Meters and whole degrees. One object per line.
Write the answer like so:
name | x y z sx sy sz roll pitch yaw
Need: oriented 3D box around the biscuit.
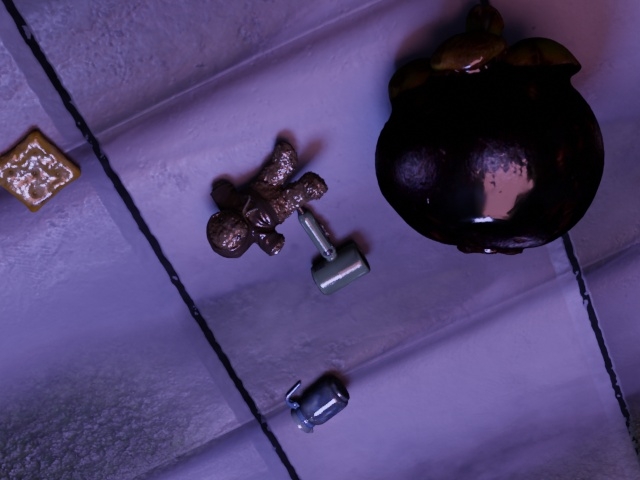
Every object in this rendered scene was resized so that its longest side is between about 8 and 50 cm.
biscuit | -0.343 -0.082 1.420 0.083 0.018 0.081 -37 122 10

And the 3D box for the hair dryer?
hair dryer | 0.000 0.000 1.543 0.071 0.047 0.150 -30 117 8

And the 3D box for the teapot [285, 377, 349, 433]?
teapot | -0.006 0.230 1.680 0.083 0.049 0.063 -39 122 13

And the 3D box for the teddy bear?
teddy bear | -0.074 -0.042 1.478 0.160 0.078 0.119 -42 80 -2

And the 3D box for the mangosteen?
mangosteen | 0.202 -0.123 1.400 0.233 0.288 0.287 31 111 -38
